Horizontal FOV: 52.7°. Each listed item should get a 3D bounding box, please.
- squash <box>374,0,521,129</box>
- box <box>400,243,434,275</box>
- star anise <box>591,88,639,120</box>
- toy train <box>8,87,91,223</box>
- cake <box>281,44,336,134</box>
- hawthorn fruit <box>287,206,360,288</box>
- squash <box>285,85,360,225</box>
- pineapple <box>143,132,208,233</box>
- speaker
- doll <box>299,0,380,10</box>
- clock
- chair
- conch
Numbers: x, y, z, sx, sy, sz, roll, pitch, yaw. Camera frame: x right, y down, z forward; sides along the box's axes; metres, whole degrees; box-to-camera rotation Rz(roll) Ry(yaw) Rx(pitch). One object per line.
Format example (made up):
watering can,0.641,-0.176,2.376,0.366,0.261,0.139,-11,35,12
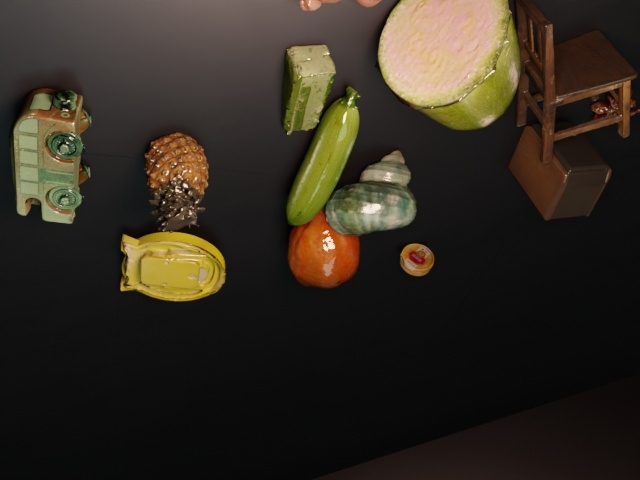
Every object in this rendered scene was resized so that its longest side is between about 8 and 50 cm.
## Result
squash,0.334,-0.394,1.449,0.310,0.310,0.308,-43,148,24
box,0.300,0.060,2.016,0.105,0.106,0.037,-6,144,-15
star anise,0.843,-0.376,1.780,0.190,0.070,0.097,-29,128,28
toy train,-0.589,-0.188,1.413,0.159,0.129,0.326,6,133,-17
cake,-0.038,-0.352,1.514,0.100,0.099,0.235,-8,158,-14
hawthorn fruit,0.000,0.000,1.788,0.210,0.210,0.263,-16,112,-4
squash,0.011,-0.200,1.626,0.107,0.107,0.395,8,124,-27
pineapple,-0.322,-0.118,1.471,0.157,0.279,0.158,-9,134,-9
speaker,0.657,-0.193,1.788,0.153,0.231,0.193,-6,136,-15
doll,0.107,-0.549,1.275,0.303,0.156,0.201,-9,131,-18
clock,-0.406,0.067,1.786,0.293,0.071,0.277,12,139,-16
chair,0.614,-0.423,1.561,0.240,0.203,0.416,-17,140,4
conch,0.153,-0.115,1.713,0.277,0.220,0.195,-60,168,-6
